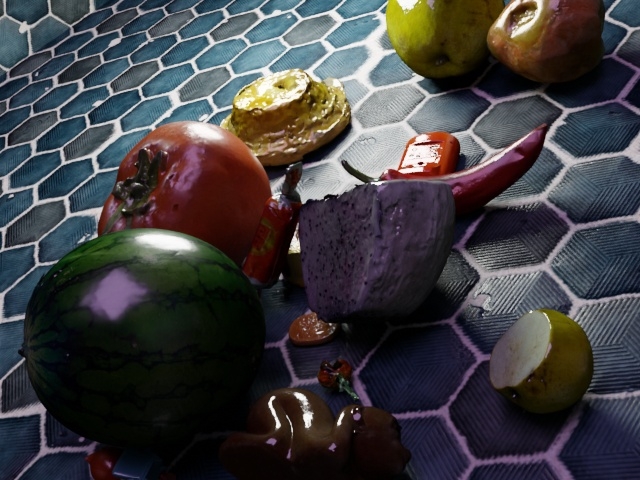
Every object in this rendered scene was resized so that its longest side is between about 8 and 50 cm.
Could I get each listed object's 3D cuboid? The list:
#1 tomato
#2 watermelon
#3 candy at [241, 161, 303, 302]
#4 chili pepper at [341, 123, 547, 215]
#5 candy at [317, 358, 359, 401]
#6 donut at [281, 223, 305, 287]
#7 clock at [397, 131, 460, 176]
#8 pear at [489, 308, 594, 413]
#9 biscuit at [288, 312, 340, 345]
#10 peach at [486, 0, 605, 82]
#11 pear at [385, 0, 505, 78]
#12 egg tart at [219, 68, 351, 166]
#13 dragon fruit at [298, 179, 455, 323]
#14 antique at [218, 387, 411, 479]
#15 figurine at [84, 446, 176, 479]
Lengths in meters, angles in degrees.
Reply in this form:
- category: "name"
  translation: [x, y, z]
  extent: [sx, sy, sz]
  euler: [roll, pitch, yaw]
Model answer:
- category: "tomato"
  translation: [-0.245, -0.050, 1.506]
  extent: [0.341, 0.273, 0.341]
  euler: [-25, 51, 36]
- category: "watermelon"
  translation: [-0.263, 0.144, 1.201]
  extent: [0.363, 0.363, 0.363]
  euler: [-15, 37, 12]
- category: "candy"
  translation: [-0.082, -0.001, 1.383]
  extent: [0.059, 0.292, 0.086]
  euler: [23, 14, 11]
- category: "chili pepper"
  translation: [0.227, -0.110, 1.437]
  extent: [0.368, 0.137, 0.092]
  euler: [-9, -3, 11]
- category: "candy"
  translation: [0.033, 0.208, 1.158]
  extent: [0.055, 0.049, 0.185]
  euler: [-31, 9, -7]
- category: "donut"
  translation: [0.000, 0.000, 1.469]
  extent: [0.184, 0.073, 0.166]
  euler: [-34, 35, -15]
- category: "clock"
  translation: [0.203, -0.149, 1.551]
  extent: [0.113, 0.061, 0.155]
  euler: [-5, 38, 25]
- category: "pear"
  translation: [0.302, 0.168, 1.063]
  extent: [0.141, 0.104, 0.141]
  euler: [-50, 14, 17]
- category: "biscuit"
  translation: [-0.009, 0.145, 1.339]
  extent: [0.091, 0.015, 0.078]
  euler: [-7, 38, 22]
- category: "peach"
  translation: [0.458, -0.416, 1.627]
  extent: [0.235, 0.214, 0.214]
  euler: [-9, 38, 30]
- category: "pear"
  translation: [0.280, -0.503, 1.798]
  extent: [0.269, 0.269, 0.321]
  euler: [-10, 52, 19]
- category: "egg tart"
  translation: [-0.097, -0.300, 1.851]
  extent: [0.341, 0.129, 0.341]
  euler: [-16, 35, 12]
- category: "dragon fruit"
  translation: [0.107, 0.022, 1.281]
  extent: [0.204, 0.221, 0.283]
  euler: [4, -10, -27]
- category: "antique"
  translation: [-0.001, 0.274, 1.094]
  extent: [0.257, 0.121, 0.143]
  euler: [-3, 31, 36]
- category: "figurine"
  translation: [-0.293, 0.346, 1.197]
  extent: [0.140, 0.075, 0.068]
  euler: [2, 44, 28]
